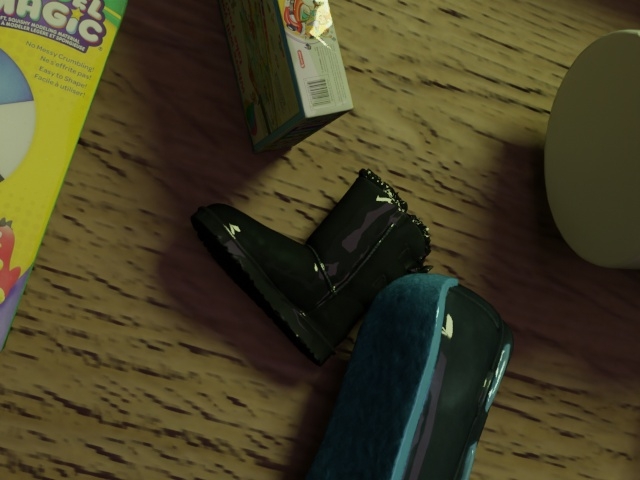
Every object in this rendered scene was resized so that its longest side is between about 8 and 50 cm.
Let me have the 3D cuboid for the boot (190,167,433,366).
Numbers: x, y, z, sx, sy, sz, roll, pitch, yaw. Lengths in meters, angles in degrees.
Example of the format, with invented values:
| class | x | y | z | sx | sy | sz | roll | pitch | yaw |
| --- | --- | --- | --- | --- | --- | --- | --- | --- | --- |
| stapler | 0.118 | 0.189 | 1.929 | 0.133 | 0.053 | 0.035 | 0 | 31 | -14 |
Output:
| class | x | y | z | sx | sy | sz | roll | pitch | yaw |
| --- | --- | --- | --- | --- | --- | --- | --- | --- | --- |
| boot | 0.000 | 0.000 | 0.507 | 0.099 | 0.045 | 0.121 | -45 | 107 | -14 |

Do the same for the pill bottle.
| class | x | y | z | sx | sy | sz | roll | pitch | yaw |
| --- | --- | --- | --- | --- | --- | --- | --- | --- | --- |
| pill bottle | 0.288 | -0.048 | 0.541 | 0.279 | 0.162 | 0.162 | 2 | 85 | -18 |

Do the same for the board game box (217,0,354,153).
| class | x | y | z | sx | sy | sz | roll | pitch | yaw |
| --- | --- | --- | --- | --- | --- | --- | --- | --- | --- |
| board game box | -0.029 | -0.130 | 0.477 | 0.026 | 0.103 | 0.154 | -13 | 90 | -19 |

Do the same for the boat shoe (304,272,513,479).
| class | x | y | z | sx | sy | sz | roll | pitch | yaw |
| --- | --- | --- | --- | --- | --- | --- | --- | --- | --- |
| boat shoe | 0.044 | 0.149 | 0.472 | 0.089 | 0.109 | 0.258 | 25 | 89 | -32 |

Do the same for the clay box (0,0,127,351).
| class | x | y | z | sx | sy | sz | roll | pitch | yaw |
| --- | --- | --- | --- | --- | --- | --- | --- | --- | --- |
| clay box | -0.182 | -0.069 | 0.449 | 0.128 | 0.053 | 0.222 | 19 | 81 | -16 |
